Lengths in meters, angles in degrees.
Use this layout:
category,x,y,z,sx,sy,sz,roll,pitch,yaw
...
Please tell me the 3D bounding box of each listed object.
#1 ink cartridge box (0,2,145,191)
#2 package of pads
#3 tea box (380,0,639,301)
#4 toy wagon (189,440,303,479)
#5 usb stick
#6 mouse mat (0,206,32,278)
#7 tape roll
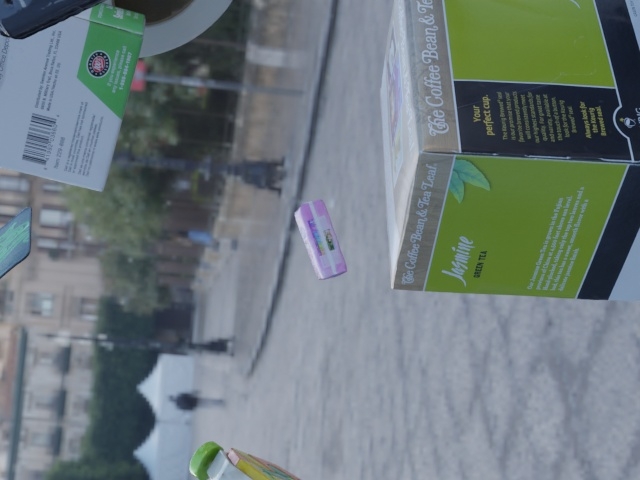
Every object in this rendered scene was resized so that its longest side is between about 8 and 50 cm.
category,x,y,z,sx,sy,sz,roll,pitch,yaw
ink cartridge box,-0.378,-0.205,1.392,0.121,0.289,0.211,-105,32,-65
package of pads,0.000,0.000,1.207,0.050,0.032,0.083,138,112,-83
tea box,0.237,-0.129,1.254,0.220,0.323,0.329,98,175,-49
toy wagon,-0.028,0.393,1.659,0.068,0.267,0.344,-58,-31,-4
usb stick,-0.219,-0.280,1.144,0.077,0.278,0.045,65,-156,-16
mouse mat,-0.487,0.038,1.644,0.007,0.189,0.153,50,-171,-30
tape roll,-0.246,-0.388,1.527,0.169,0.246,0.246,59,155,28
